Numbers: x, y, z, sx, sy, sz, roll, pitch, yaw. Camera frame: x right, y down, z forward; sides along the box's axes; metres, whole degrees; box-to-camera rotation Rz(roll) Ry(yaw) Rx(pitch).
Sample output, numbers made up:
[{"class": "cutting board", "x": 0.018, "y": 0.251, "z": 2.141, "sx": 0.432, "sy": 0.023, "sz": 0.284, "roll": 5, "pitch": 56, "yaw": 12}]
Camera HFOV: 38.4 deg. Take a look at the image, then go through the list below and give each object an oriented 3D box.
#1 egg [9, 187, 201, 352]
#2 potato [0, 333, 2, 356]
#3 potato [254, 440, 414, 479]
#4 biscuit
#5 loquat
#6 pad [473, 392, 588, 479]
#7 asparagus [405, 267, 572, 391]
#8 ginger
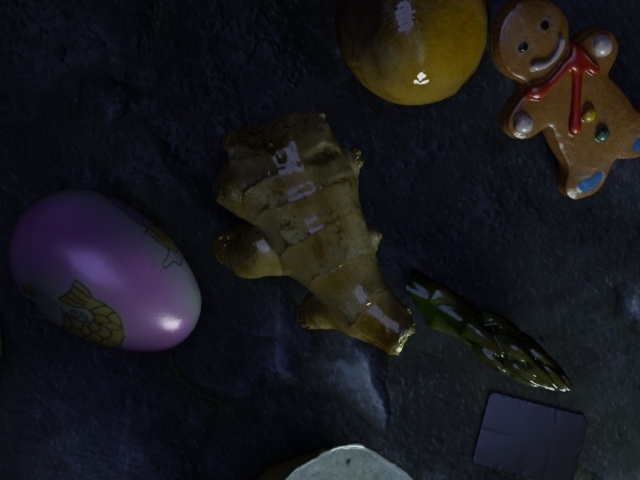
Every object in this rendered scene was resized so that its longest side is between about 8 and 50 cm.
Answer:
[{"class": "egg", "x": -0.286, "y": 0.042, "z": 1.244, "sx": 0.271, "sy": 0.196, "sz": 0.196, "roll": 22, "pitch": 88, "yaw": -3}, {"class": "potato", "x": -0.671, "y": 0.086, "z": 1.233, "sx": 0.295, "sy": 0.290, "sz": 0.397, "roll": -24, "pitch": 131, "yaw": 23}, {"class": "potato", "x": -0.004, "y": 0.413, "z": 1.269, "sx": 0.299, "sy": 0.196, "sz": 0.247, "roll": 0, "pitch": 74, "yaw": -31}, {"class": "biscuit", "x": 0.350, "y": -0.208, "z": 1.305, "sx": 0.205, "sy": 0.049, "sz": 0.324, "roll": -40, "pitch": 114, "yaw": -3}, {"class": "loquat", "x": 0.126, "y": -0.301, "z": 1.275, "sx": 0.238, "sy": 0.193, "sz": 0.239, "roll": -11, "pitch": 113, "yaw": -28}, {"class": "pad", "x": 0.315, "y": 0.298, "z": 1.372, "sx": 0.157, "sy": 0.003, "sz": 0.112, "roll": 15, "pitch": 88, "yaw": -3}, {"class": "asparagus", "x": 0.241, "y": 0.139, "z": 1.337, "sx": 0.287, "sy": 0.080, "sz": 0.080, "roll": 31, "pitch": 87, "yaw": 5}, {"class": "ginger", "x": -0.022, "y": 0.010, "z": 1.280, "sx": 0.236, "sy": 0.166, "sz": 0.376, "roll": -20, "pitch": 84, "yaw": -13}]
